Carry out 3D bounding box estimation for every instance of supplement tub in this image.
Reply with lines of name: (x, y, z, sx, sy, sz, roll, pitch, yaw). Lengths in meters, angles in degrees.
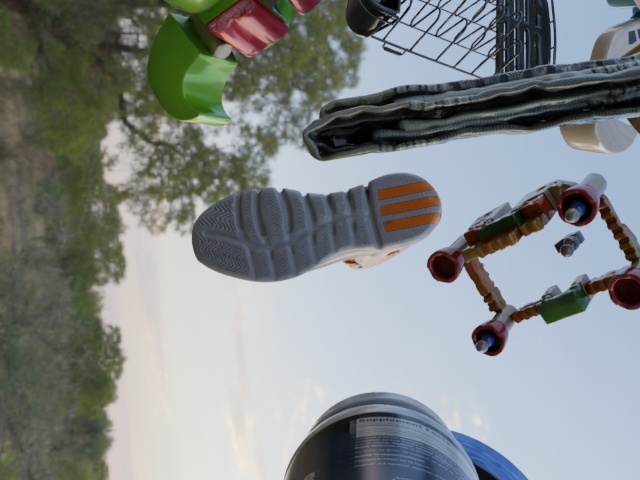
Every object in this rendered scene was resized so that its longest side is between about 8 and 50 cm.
supplement tub: (0.054, 0.261, 0.659, 0.272, 0.191, 0.191, -73, 163, -79)

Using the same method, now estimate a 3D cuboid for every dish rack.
dish rack: (0.152, -0.270, 0.806, 0.074, 0.271, 0.208, -33, -134, 59)

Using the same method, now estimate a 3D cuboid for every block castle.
block castle: (0.491, 0.065, 1.741, 0.453, 0.213, 0.303, -29, -86, 42)

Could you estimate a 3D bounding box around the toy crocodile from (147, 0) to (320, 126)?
toy crocodile: (-0.017, -0.232, 0.591, 0.340, 0.115, 0.105, -42, -116, 17)

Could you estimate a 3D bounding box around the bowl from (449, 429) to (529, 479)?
bowl: (0.205, 0.493, 1.282, 0.390, 0.077, 0.391, 10, -67, 25)

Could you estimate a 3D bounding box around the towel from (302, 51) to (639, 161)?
towel: (0.139, -0.115, 0.619, 0.324, 0.312, 0.056, -93, 175, -81)

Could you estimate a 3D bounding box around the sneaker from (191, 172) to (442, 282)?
sneaker: (0.000, 0.000, 1.013, 0.180, 0.320, 0.125, 68, 17, -78)

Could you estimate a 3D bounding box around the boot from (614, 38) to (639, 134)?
boot: (0.400, -0.174, 0.669, 0.269, 0.089, 0.236, -41, -155, 31)

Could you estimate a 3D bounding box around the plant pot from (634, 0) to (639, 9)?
plant pot: (0.510, -0.330, 0.868, 0.267, 0.235, 0.267, 53, 1, -11)

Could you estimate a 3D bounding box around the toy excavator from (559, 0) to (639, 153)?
toy excavator: (0.600, -0.403, 1.378, 0.222, 0.445, 0.433, 20, -59, 56)
